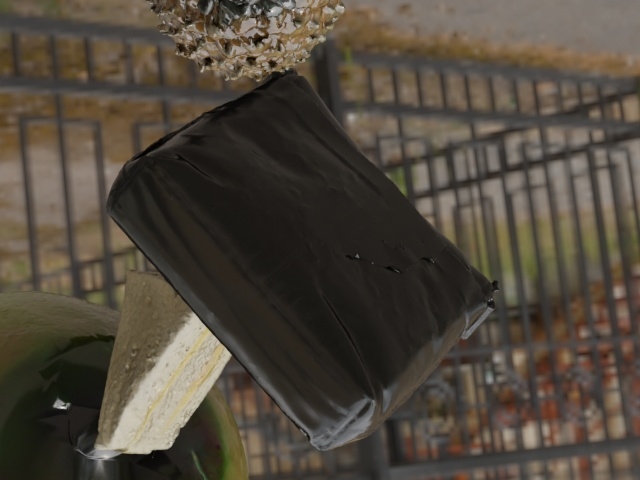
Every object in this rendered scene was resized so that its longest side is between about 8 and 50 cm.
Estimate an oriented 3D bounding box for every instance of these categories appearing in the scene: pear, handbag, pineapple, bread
[{"bbox_3d":[-0.207,0.203,1.366,0.398,0.399,0.165,-1,158,-35],"label":"pear"},{"bbox_3d":[0.000,0.000,1.095,0.080,0.247,0.223,-44,177,41],"label":"handbag"},{"bbox_3d":[-0.074,-0.248,1.400,0.202,0.202,0.362,-7,-179,2],"label":"pineapple"},{"bbox_3d":[-0.105,0.098,1.204,0.105,0.152,0.077,10,-178,43],"label":"bread"}]
